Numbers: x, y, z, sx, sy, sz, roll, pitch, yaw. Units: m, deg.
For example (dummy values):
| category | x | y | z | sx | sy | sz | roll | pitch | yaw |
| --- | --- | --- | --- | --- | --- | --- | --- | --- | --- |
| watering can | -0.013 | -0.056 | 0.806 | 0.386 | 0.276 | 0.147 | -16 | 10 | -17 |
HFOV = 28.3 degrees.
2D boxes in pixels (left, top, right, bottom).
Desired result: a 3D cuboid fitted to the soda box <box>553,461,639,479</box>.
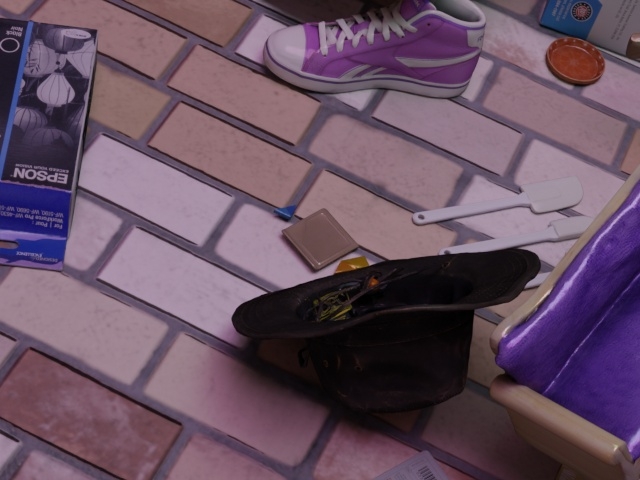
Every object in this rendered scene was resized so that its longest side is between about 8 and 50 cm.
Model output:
| category | x | y | z | sx | sy | sz | roll | pitch | yaw |
| --- | --- | --- | --- | --- | --- | --- | --- | --- | --- |
| soda box | 0.335 | 0.263 | 1.303 | 0.181 | 0.058 | 0.061 | 29 | 60 | 16 |

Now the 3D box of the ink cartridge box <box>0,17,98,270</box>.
| category | x | y | z | sx | sy | sz | roll | pitch | yaw |
| --- | --- | --- | --- | --- | --- | --- | --- | --- | --- |
| ink cartridge box | -0.359 | -0.123 | 1.485 | 0.166 | 0.065 | 0.332 | 6 | 54 | -9 |

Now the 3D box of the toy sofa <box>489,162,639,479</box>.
| category | x | y | z | sx | sy | sz | roll | pitch | yaw |
| --- | --- | --- | --- | --- | --- | --- | --- | --- | --- |
| toy sofa | 0.337 | 0.061 | 1.266 | 0.150 | 0.177 | 0.362 | 29 | 68 | 37 |

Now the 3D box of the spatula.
| category | x | y | z | sx | sy | sz | roll | pitch | yaw |
| --- | --- | --- | --- | --- | --- | --- | --- | --- | --- |
| spatula | 0.247 | 0.000 | 1.551 | 0.242 | 0.019 | 0.168 | -11 | 58 | -19 |

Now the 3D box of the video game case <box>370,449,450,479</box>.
| category | x | y | z | sx | sy | sz | roll | pitch | yaw |
| --- | --- | --- | --- | --- | --- | --- | --- | --- | --- |
| video game case | 0.090 | 0.337 | 1.268 | 0.193 | 0.023 | 0.212 | -24 | 63 | -26 |

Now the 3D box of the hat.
| category | x | y | z | sx | sy | sz | roll | pitch | yaw |
| --- | --- | --- | --- | --- | --- | --- | --- | --- | --- |
| hat | 0.075 | 0.105 | 1.328 | 0.331 | 0.331 | 0.133 | -13 | 97 | -21 |

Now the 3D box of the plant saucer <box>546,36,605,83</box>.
| category | x | y | z | sx | sy | sz | roll | pitch | yaw |
| --- | --- | --- | --- | --- | --- | --- | --- | --- | --- |
| plant saucer | 0.352 | -0.247 | 1.759 | 0.084 | 0.013 | 0.083 | 6 | 52 | -8 |

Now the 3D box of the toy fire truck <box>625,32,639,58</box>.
| category | x | y | z | sx | sy | sz | roll | pitch | yaw |
| --- | --- | --- | --- | --- | --- | --- | --- | --- | --- |
| toy fire truck | 0.515 | -0.185 | 1.621 | 0.246 | 0.217 | 0.158 | 42 | 57 | 19 |

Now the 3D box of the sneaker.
| category | x | y | z | sx | sy | sz | roll | pitch | yaw |
| --- | --- | --- | --- | --- | --- | --- | --- | --- | --- |
| sneaker | 0.072 | -0.274 | 1.628 | 0.282 | 0.161 | 0.102 | 0 | 56 | -10 |

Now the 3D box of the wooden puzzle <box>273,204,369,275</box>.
| category | x | y | z | sx | sy | sz | roll | pitch | yaw |
| --- | --- | --- | --- | --- | --- | --- | --- | --- | --- |
| wooden puzzle | 0.000 | 0.000 | 1.503 | 0.079 | 0.014 | 0.116 | -20 | 61 | -29 |

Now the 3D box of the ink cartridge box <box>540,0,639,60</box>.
| category | x | y | z | sx | sy | sz | roll | pitch | yaw |
| --- | --- | --- | --- | --- | --- | --- | --- | --- | --- |
| ink cartridge box | 0.488 | -0.358 | 1.737 | 0.308 | 0.223 | 0.129 | 21 | 52 | 3 |
